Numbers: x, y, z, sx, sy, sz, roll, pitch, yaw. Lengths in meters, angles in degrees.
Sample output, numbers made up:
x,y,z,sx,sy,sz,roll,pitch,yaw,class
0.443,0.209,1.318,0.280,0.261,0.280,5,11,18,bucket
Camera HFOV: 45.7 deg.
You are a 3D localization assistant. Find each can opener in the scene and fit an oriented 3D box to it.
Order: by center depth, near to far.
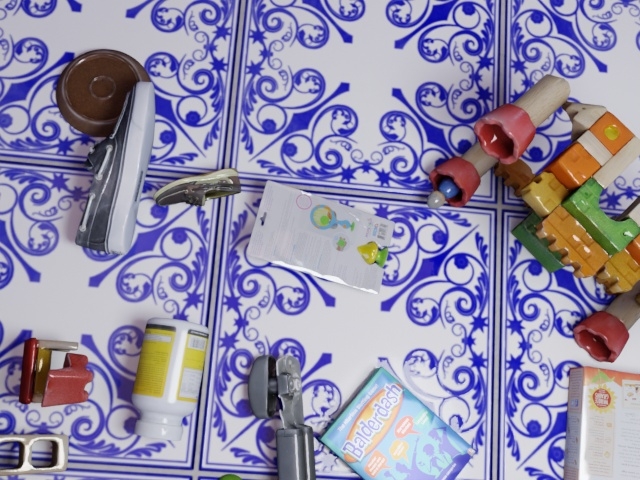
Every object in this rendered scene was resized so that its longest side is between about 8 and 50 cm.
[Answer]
x,y,z,sx,sy,sz,roll,pitch,yaw,class
-0.063,0.328,1.239,0.095,0.076,0.283,-9,77,25,can opener

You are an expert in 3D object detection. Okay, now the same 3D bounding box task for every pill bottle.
x,y,z,sx,sy,sz,roll,pitch,yaw,class
-0.243,0.221,1.213,0.103,0.103,0.184,10,77,-4,pill bottle

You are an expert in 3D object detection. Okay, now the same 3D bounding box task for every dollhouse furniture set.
x,y,z,sx,sy,sz,roll,pitch,yaw,class
-0.431,0.325,1.098,0.152,0.201,0.374,7,77,-31,dollhouse furniture set

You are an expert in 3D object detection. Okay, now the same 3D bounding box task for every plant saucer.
x,y,z,sx,sy,sz,roll,pitch,yaw,class
-0.384,-0.266,1.343,0.169,0.029,0.168,1,77,-5,plant saucer

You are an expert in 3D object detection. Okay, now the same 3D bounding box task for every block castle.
x,y,z,sx,sy,sz,roll,pitch,yaw,class
0.402,-0.014,1.237,0.213,0.303,0.453,-40,85,-19,block castle

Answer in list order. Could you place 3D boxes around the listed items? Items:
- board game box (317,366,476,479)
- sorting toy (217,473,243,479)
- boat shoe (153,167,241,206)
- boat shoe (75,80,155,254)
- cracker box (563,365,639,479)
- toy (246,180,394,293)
x,y,z,sx,sy,sz,roll,pitch,yaw,class
0.126,0.338,1.257,0.210,0.047,0.160,41,77,4,board game box
-0.140,0.427,1.211,0.061,0.042,0.101,2,77,-6,sorting toy
-0.210,-0.083,1.307,0.152,0.056,0.049,-19,75,-10,boat shoe
-0.348,-0.129,1.282,0.102,0.108,0.301,10,85,-3,boat shoe
0.502,0.340,1.288,0.156,0.067,0.232,9,76,-3,cracker box
0.000,0.000,1.313,0.237,0.056,0.136,17,73,-8,toy
